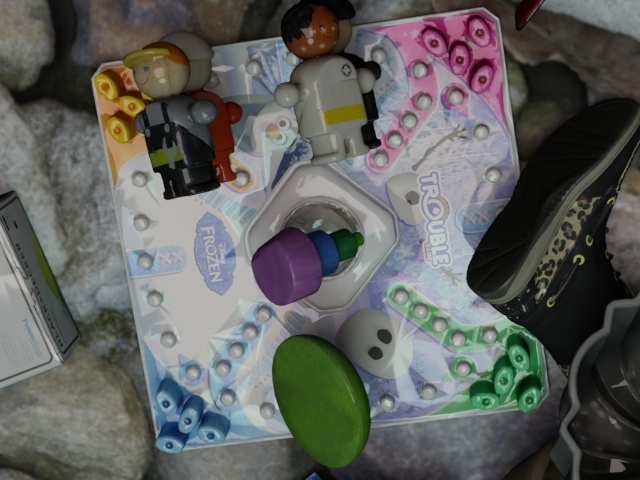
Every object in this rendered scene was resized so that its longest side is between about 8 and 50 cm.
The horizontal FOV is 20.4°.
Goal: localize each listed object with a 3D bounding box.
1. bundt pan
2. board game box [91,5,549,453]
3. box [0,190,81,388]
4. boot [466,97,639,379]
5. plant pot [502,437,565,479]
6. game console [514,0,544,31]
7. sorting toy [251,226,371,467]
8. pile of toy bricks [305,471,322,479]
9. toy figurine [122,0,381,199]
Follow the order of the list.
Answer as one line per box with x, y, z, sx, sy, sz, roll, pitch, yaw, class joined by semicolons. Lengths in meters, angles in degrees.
0.350;0.196;1.561;0.330;0.124;0.331;5;65;-10;bundt pan
0.000;0.000;1.684;0.390;0.050;0.390;-8;101;7;board game box
-0.398;0.085;1.724;0.290;0.087;0.169;-22;99;11;box
0.252;0.004;1.645;0.178;0.085;0.236;47;72;-32;boot
0.209;0.350;1.658;0.263;0.263;0.229;46;120;-5;plant pot
0.237;-0.225;1.561;0.124;0.144;0.085;7;104;4;game console
0.046;0.153;1.646;0.126;0.127;0.366;-21;99;-33;sorting toy
-0.033;0.332;1.748;0.212;0.118;0.105;-40;125;-3;pile of toy bricks
-0.056;-0.129;1.529;0.213;0.209;0.148;-12;94;7;toy figurine
